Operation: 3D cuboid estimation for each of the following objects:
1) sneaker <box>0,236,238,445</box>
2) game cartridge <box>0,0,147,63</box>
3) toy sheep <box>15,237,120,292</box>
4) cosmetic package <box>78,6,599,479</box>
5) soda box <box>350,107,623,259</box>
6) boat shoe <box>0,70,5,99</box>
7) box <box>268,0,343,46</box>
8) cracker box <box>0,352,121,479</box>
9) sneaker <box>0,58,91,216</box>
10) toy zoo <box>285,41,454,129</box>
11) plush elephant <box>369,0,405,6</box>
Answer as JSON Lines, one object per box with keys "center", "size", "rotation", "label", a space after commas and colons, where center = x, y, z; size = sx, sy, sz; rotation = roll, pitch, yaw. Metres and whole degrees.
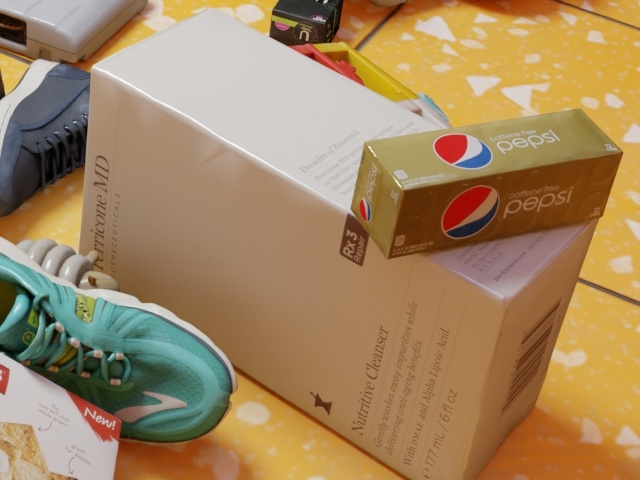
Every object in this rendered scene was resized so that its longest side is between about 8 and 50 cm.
{"center": [-0.194, 0.075, 1.039], "size": [0.275, 0.107, 0.110], "rotation": [23, 0, -1], "label": "sneaker"}
{"center": [-0.346, -0.288, 1.541], "size": [0.297, 0.062, 0.198], "rotation": [20, 43, 11], "label": "game cartridge"}
{"center": [-0.224, 0.039, 1.139], "size": [0.132, 0.091, 0.091], "rotation": [1, 37, 10], "label": "toy sheep"}
{"center": [0.000, 0.000, 1.134], "size": [0.385, 0.217, 0.156], "rotation": [28, 41, 23], "label": "cosmetic package"}
{"center": [0.116, -0.042, 0.995], "size": [0.181, 0.061, 0.058], "rotation": [-11, 43, -25], "label": "soda box"}
{"center": [-0.386, -0.068, 1.216], "size": [0.116, 0.123, 0.324], "rotation": [12, 31, 13], "label": "boat shoe"}
{"center": [-0.015, -0.239, 1.555], "size": [0.062, 0.052, 0.083], "rotation": [16, 39, 8], "label": "box"}
{"center": [-0.218, 0.176, 0.919], "size": [0.156, 0.067, 0.232], "rotation": [33, 29, -23], "label": "cracker box"}
{"center": [-0.208, -0.089, 1.295], "size": [0.163, 0.086, 0.226], "rotation": [10, 37, 4], "label": "sneaker"}
{"center": [0.051, -0.114, 1.333], "size": [0.192, 0.030, 0.293], "rotation": [40, 20, 10], "label": "toy zoo"}
{"center": [0.001, -0.397, 1.626], "size": [0.330, 0.272, 0.255], "rotation": [-1, 64, 47], "label": "plush elephant"}
